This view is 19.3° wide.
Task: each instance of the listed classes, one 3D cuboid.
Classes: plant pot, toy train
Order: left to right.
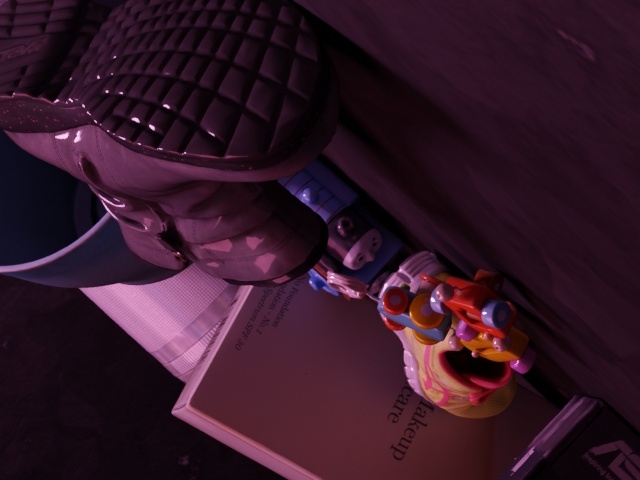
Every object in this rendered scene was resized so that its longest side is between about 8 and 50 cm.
[{"bbox_3d":[-0.219,-0.074,1.790,0.271,0.272,0.255,41,-176,27],"label":"plant pot"},{"bbox_3d":[-0.018,-0.030,1.489,0.184,0.080,0.105,42,170,14],"label":"toy train"},{"bbox_3d":[0.088,0.039,1.300,0.166,0.046,0.125,13,160,49],"label":"toy train"}]

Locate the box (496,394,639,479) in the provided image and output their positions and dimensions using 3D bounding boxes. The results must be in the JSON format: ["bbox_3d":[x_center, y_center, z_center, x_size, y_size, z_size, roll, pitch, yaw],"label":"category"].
[{"bbox_3d":[0.234,0.362,1.407,0.395,0.318,0.097,44,175,0],"label":"box"}]

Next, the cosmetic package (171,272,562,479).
[{"bbox_3d":[0.048,0.150,1.587,0.309,0.160,0.113,29,167,-5],"label":"cosmetic package"}]

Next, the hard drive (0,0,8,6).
[{"bbox_3d":[-0.314,-0.260,1.537,0.307,0.040,0.203,43,-155,18],"label":"hard drive"}]

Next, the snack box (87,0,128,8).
[{"bbox_3d":[-0.141,-0.169,1.265,0.207,0.070,0.174,47,172,-33],"label":"snack box"}]

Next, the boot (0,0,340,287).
[{"bbox_3d":[-0.058,-0.052,1.148,0.338,0.118,0.223,17,158,51],"label":"boot"}]

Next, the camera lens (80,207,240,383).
[{"bbox_3d":[-0.136,0.019,2.041,0.274,0.219,0.219,43,176,-9],"label":"camera lens"}]

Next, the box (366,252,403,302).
[{"bbox_3d":[0.000,0.000,1.726,0.231,0.056,0.183,40,173,30],"label":"box"}]

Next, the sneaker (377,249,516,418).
[{"bbox_3d":[0.115,0.094,1.455,0.094,0.081,0.208,37,173,36],"label":"sneaker"}]
